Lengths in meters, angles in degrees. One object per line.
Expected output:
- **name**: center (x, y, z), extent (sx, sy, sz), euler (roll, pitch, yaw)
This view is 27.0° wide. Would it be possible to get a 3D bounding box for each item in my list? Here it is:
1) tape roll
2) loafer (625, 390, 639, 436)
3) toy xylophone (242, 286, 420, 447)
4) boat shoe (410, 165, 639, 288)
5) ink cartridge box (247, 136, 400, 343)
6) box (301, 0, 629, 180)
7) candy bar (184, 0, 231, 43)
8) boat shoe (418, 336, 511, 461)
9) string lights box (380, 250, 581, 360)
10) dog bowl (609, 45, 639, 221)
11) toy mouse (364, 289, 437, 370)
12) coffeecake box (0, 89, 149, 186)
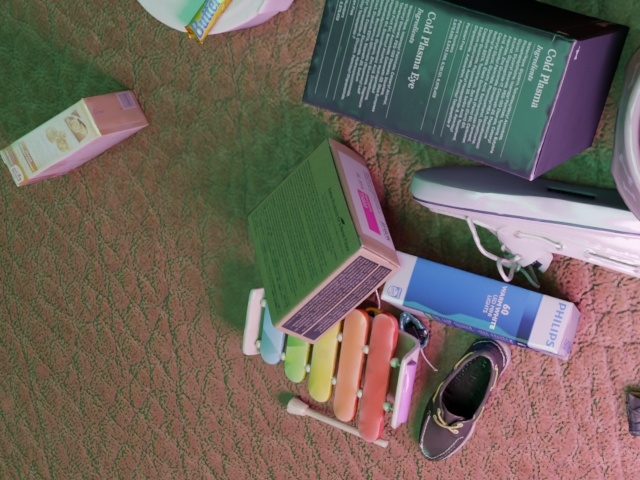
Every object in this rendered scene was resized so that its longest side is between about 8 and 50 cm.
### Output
- **tape roll**: center (-0.157, -0.447, 1.965), extent (0.286, 0.100, 0.286), euler (5, 104, 23)
- **loafer**: center (0.505, 0.229, 1.853), extent (0.170, 0.062, 0.061), euler (-14, 92, 25)
- **toy xylophone**: center (0.023, 0.194, 2.019), extent (0.322, 0.081, 0.236), euler (13, 109, 37)
- **boat shoe**: center (0.299, -0.004, 1.860), extent (0.367, 0.136, 0.157), euler (10, 110, 12)
- **ink cartridge box**: center (0.000, 0.000, 1.938), extent (0.193, 0.088, 0.235), euler (-42, 41, 26)
- **box**: center (0.196, -0.229, 1.721), extent (0.312, 0.343, 0.179), euler (20, 108, 19)
- **candy bar**: center (-0.143, -0.351, 1.915), extent (0.040, 0.018, 0.161), euler (44, 115, 9)
- **boat shoe**: center (0.203, 0.242, 1.986), extent (0.081, 0.068, 0.228), euler (32, 113, 14)
- **string lights box**: center (0.229, 0.095, 1.891), extent (0.259, 0.133, 0.077), euler (16, 85, 18)
- **dog bowl**: center (0.536, -0.136, 1.676), extent (0.348, 0.102, 0.349), euler (1, 94, 11)
- **toy mouse**: center (0.121, 0.158, 2.023), extent (0.143, 0.031, 0.161), euler (27, 112, 17)
- **coffeecake box**: center (-0.390, -0.163, 2.112), extent (0.185, 0.142, 0.068), euler (-27, 90, 27)
